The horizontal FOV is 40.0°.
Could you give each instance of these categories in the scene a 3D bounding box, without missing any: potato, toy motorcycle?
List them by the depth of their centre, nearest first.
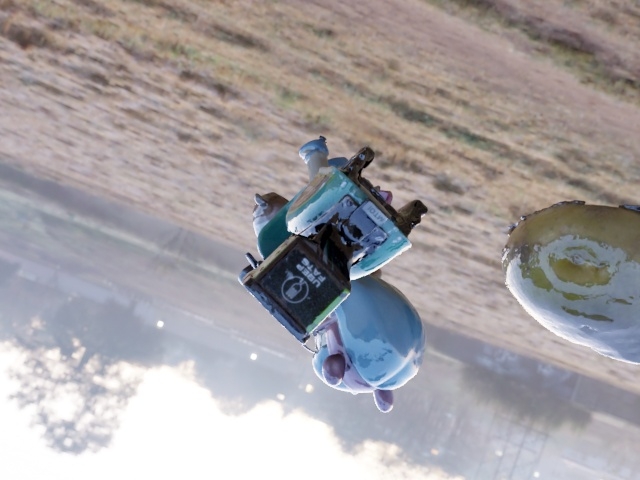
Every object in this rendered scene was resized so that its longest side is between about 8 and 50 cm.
[{"bbox_3d":[0.000,0.000,0.475,0.058,0.100,0.173,46,177,-6],"label":"toy motorcycle"},{"bbox_3d":[0.283,0.041,0.807,0.243,0.098,0.138,11,149,18],"label":"potato"}]

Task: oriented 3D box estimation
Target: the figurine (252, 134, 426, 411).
[{"bbox_3d":[0.020,0.010,0.780,0.103,0.260,0.205,-19,146,16],"label":"figurine"}]
